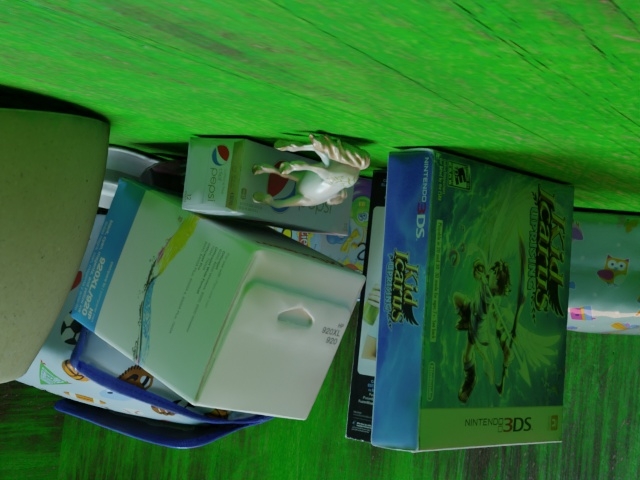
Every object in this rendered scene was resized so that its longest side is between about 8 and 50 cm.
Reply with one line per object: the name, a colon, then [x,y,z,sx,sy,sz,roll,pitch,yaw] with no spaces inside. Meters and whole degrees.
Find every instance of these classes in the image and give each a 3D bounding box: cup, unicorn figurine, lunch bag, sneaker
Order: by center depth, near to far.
cup: [-0.360,0.011,0.986,0.331,0.237,0.331,0,-179,0]
unicorn figurine: [-0.006,-0.059,1.013,0.111,0.060,0.162,4,177,-27]
sneaker: [-0.144,-0.055,1.281,0.178,0.072,0.077,10,176,-44]
lunch bag: [0.359,0.046,1.438,0.223,0.160,0.262,4,171,12]
lunch bag: [-0.261,0.133,1.445,0.328,0.239,0.385,6,161,39]

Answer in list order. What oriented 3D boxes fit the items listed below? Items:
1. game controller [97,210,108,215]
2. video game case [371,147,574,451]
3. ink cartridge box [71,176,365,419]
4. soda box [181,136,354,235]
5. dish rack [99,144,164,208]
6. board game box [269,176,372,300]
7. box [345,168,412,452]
game controller: [-0.538,-0.058,2.007,0.319,0.067,0.166,9,176,-36]
video game case: [0.155,0.063,1.042,0.061,0.269,0.244,0,174,42]
ink cartridge box: [-0.110,0.060,1.130,0.233,0.168,0.171,26,-174,42]
soda box: [-0.048,-0.052,1.106,0.069,0.074,0.216,5,177,32]
dish rack: [-0.303,-0.069,1.347,0.286,0.072,0.333,6,176,19]
board game box: [0.000,0.000,1.355,0.144,0.142,0.275,9,176,-27]
box: [0.122,0.075,1.174,0.087,0.290,0.169,5,179,37]
